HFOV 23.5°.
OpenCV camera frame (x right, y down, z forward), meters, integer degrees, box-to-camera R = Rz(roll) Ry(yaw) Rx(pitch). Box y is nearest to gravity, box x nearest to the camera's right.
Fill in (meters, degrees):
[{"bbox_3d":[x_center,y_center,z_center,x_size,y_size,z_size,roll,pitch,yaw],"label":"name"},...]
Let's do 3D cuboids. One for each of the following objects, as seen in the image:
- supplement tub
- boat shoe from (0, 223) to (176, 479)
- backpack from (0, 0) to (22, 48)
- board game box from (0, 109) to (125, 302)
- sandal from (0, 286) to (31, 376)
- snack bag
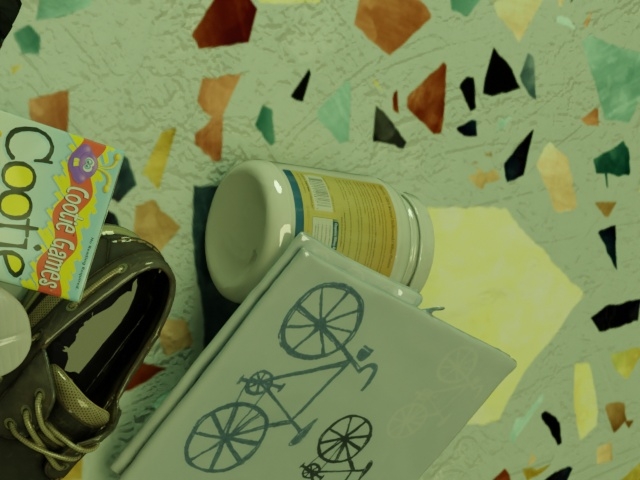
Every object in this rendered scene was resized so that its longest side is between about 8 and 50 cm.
[{"bbox_3d":[0.000,0.000,1.546,0.199,0.144,0.144,7,92,-33],"label":"supplement tub"},{"bbox_3d":[-0.255,0.141,1.408,0.132,0.130,0.355,36,77,-31],"label":"boat shoe"},{"bbox_3d":[-0.346,-0.226,1.312,0.182,0.115,0.152,42,85,-31],"label":"backpack"},{"bbox_3d":[-0.335,-0.055,1.323,0.275,0.144,0.142,18,87,-32],"label":"board game box"},{"bbox_3d":[-0.390,0.073,1.350,0.265,0.076,0.102,-4,109,-11],"label":"sandal"},{"bbox_3d":[0.006,0.174,1.556,0.342,0.037,0.323,26,108,-37],"label":"snack bag"}]
